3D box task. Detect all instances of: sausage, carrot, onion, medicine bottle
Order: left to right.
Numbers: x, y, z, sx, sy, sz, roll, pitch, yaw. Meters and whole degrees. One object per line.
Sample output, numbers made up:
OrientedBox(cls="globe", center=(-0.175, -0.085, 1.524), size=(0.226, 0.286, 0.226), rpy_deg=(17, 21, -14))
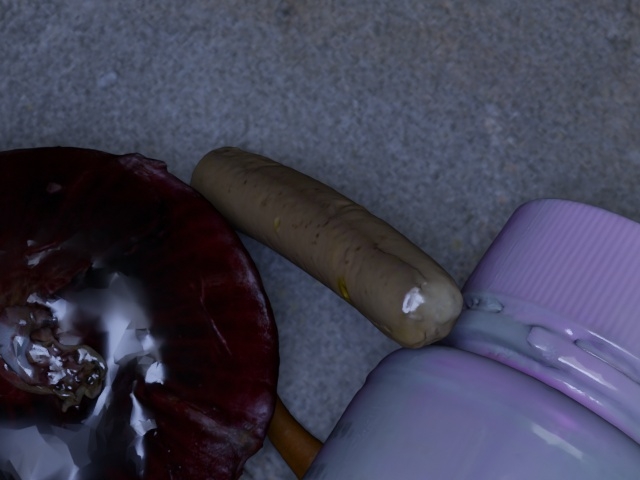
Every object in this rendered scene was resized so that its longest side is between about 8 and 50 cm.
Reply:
OrientedBox(cls="onion", center=(-0.187, 0.083, 1.327), size=(0.314, 0.232, 0.314), rpy_deg=(-1, 83, 10))
OrientedBox(cls="carrot", center=(-0.013, 0.149, 1.409), size=(0.035, 0.035, 0.142), rpy_deg=(-39, 75, -5))
OrientedBox(cls="sausage", center=(0.001, -0.002, 1.325), size=(0.066, 0.066, 0.301), rpy_deg=(-49, 37, -6))
OrientedBox(cls="medicine bottle", center=(0.137, 0.160, 1.286), size=(0.256, 0.256, 0.325), rpy_deg=(32, 72, 8))
